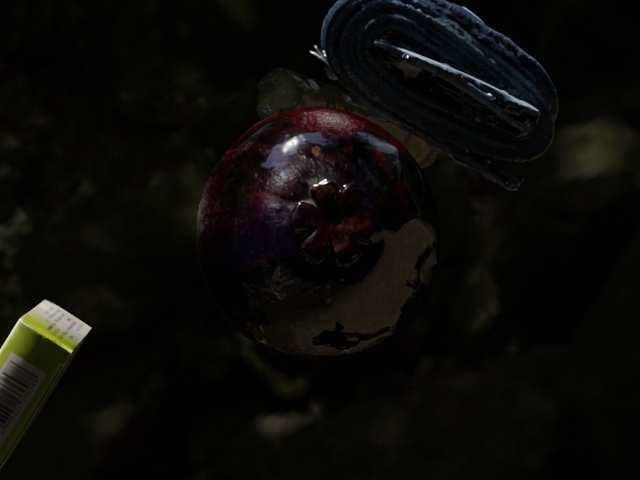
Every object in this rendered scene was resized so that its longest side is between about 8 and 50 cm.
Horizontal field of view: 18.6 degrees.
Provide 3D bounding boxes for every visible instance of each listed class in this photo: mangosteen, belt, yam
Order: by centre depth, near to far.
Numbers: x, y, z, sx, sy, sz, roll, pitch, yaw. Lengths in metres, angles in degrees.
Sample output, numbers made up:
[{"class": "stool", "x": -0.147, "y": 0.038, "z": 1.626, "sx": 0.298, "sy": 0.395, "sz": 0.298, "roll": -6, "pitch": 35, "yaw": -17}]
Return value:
[{"class": "mangosteen", "x": 0.000, "y": 0.000, "z": 1.495, "sx": 0.194, "sy": 0.194, "sz": 0.230, "roll": -30, "pitch": -8, "yaw": -4}, {"class": "belt", "x": 0.105, "y": -0.142, "z": 1.676, "sx": 0.122, "sy": 0.218, "sz": 0.128, "roll": -60, "pitch": 7, "yaw": 4}, {"class": "yam", "x": 0.034, "y": -0.117, "z": 1.903, "sx": 0.061, "sy": 0.061, "sz": 0.253, "roll": -17, "pitch": -19, "yaw": 34}]

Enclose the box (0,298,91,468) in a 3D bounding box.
[{"class": "box", "x": -0.298, "y": 0.152, "z": 1.879, "sx": 0.175, "sy": 0.062, "sz": 0.260, "roll": -58, "pitch": 5, "yaw": 1}]
